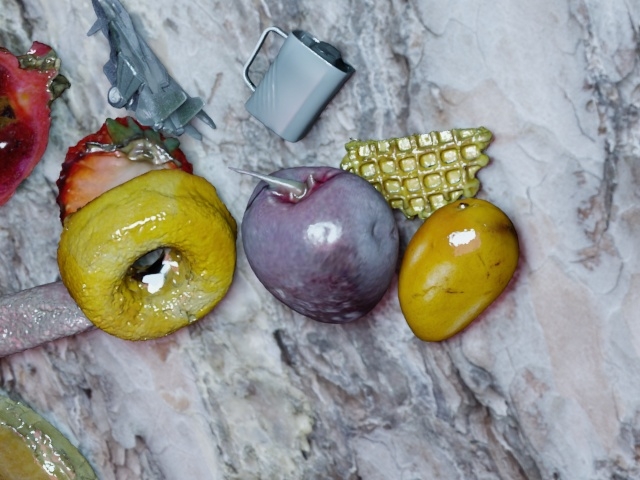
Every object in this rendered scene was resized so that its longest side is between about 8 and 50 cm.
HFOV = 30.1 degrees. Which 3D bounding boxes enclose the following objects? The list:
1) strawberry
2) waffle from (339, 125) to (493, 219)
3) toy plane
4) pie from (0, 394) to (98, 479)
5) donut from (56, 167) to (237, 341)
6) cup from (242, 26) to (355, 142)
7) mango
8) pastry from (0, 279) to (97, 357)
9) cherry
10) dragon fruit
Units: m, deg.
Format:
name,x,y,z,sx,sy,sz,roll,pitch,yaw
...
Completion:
name,x,y,z,sx,sy,sz,roll,pitch,yaw
strawberry,-0.282,-0.074,1.664,0.190,0.111,0.236,18,124,-23
waffle,0.125,-0.107,1.606,0.192,0.046,0.161,25,106,5
toy plane,-0.263,-0.244,1.619,0.088,0.212,0.267,-46,66,17
pie,-0.502,0.388,1.802,0.339,0.083,0.340,2,103,10
donut,-0.228,0.023,1.615,0.253,0.118,0.254,-15,128,-19
cup,-0.040,-0.218,1.592,0.128,0.095,0.129,37,106,2
mango,0.178,0.045,1.589,0.144,0.112,0.219,21,114,-9
pastry,-0.435,0.123,1.731,0.265,0.103,0.112,-25,89,12
cherry,0.000,0.000,1.571,0.213,0.183,0.266,18,146,43
dragon fruit,-0.452,-0.203,1.667,0.211,0.134,0.262,-22,122,-1
